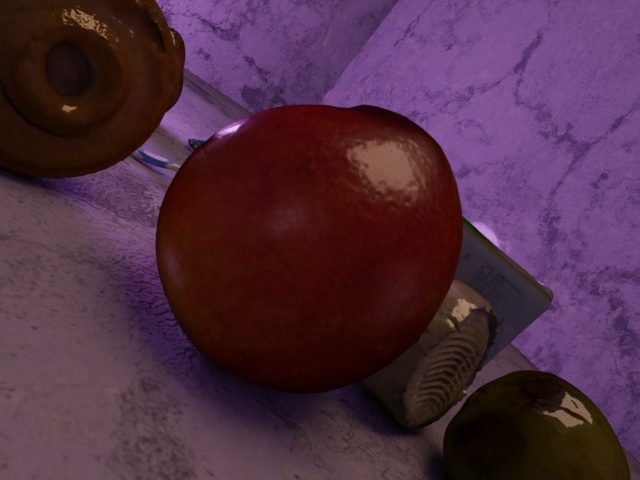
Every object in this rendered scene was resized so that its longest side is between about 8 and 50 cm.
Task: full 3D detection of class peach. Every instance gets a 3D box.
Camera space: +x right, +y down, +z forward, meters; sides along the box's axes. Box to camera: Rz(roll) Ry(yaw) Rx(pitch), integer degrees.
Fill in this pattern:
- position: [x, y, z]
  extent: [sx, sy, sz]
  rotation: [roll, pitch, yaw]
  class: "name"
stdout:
- position: [0.000, 0.000, 0.656]
  extent: [0.388, 0.388, 0.388]
  rotation: [38, 11, -9]
  class: "peach"
- position: [-0.438, -0.439, 1.290]
  extent: [0.214, 0.235, 0.214]
  rotation: [32, 22, -15]
  class: "peach"

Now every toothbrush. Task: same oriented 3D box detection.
- position: [-0.348, -0.173, 1.033]
  extent: [0.386, 0.040, 0.040]
  rotation: [33, 13, -30]
  class: "toothbrush"

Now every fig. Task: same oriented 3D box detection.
- position: [0.321, 0.335, 0.745]
  extent: [0.271, 0.239, 0.239]
  rotation: [57, 16, 15]
  class: "fig"

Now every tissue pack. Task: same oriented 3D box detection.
- position: [0.196, 0.091, 1.011]
  extent: [0.405, 0.332, 0.205]
  rotation: [34, 14, -28]
  class: "tissue pack"

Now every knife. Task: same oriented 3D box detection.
- position: [-0.341, -0.279, 1.510]
  extent: [0.044, 0.026, 0.296]
  rotation: [42, 8, -3]
  class: "knife"

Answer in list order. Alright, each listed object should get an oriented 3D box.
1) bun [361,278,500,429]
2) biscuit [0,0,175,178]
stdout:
- position: [0.168, 0.173, 0.832]
  extent: [0.152, 0.259, 0.259]
  rotation: [33, 5, 40]
  class: "bun"
- position: [-0.320, -0.213, 0.631]
  extent: [0.102, 0.296, 0.296]
  rotation: [39, 8, 37]
  class: "biscuit"
